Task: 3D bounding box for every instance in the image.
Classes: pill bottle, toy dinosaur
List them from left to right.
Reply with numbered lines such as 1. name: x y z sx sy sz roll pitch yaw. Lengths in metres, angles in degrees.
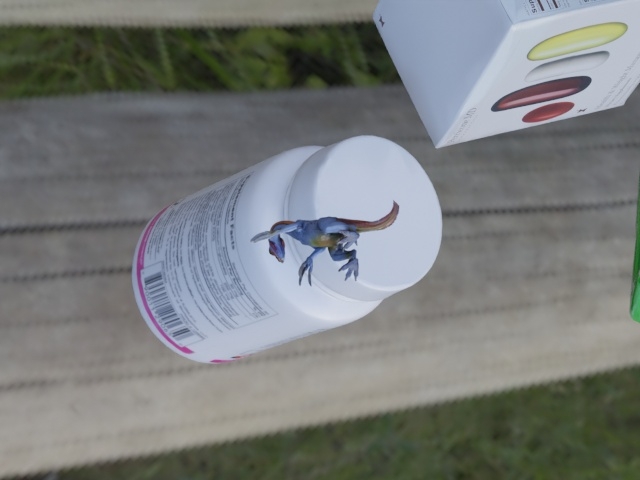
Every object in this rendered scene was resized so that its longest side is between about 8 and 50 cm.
1. pill bottle: -0.031 0.008 1.706 0.160 0.283 0.160 11 71 -34
2. toy dinosaur: 0.000 0.000 1.295 0.090 0.082 0.047 -28 121 -19

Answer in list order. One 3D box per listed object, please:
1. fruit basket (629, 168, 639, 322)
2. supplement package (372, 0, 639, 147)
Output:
1. fruit basket: 0.399 -0.065 1.272 0.392 0.392 0.283 -26 146 -24
2. supplement package: 0.186 -0.206 1.659 0.203 0.149 0.194 -14 156 -24
